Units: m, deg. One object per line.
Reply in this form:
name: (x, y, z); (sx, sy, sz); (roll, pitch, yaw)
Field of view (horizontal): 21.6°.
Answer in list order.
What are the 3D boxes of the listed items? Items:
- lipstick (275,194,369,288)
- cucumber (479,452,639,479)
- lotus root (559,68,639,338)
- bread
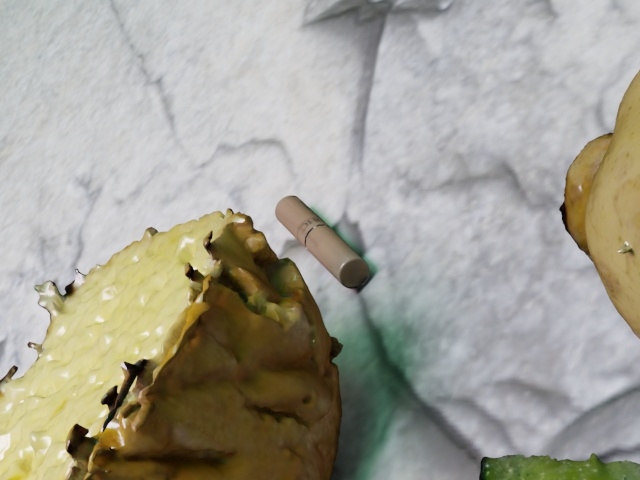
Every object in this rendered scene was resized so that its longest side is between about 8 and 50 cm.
lipstick: (0.000, 0.000, 0.907); (0.019, 0.019, 0.094); (-47, 32, 0)
cucumber: (0.099, 0.165, 0.587); (0.078, 0.062, 0.211); (-2, 36, 1)
lotus root: (0.200, -0.022, 0.590); (0.284, 0.146, 0.160); (-3, 34, 51)
bread: (-0.088, 0.121, 0.770); (0.160, 0.147, 0.260); (-19, 34, 49)
